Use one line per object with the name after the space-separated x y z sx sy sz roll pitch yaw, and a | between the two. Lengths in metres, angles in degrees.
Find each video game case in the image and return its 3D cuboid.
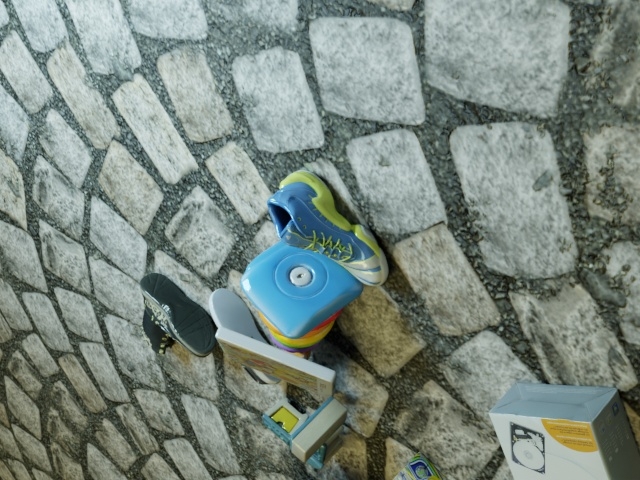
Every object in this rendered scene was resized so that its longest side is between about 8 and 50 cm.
-0.079 0.232 1.637 0.226 0.026 0.206 21 163 7 | video game case

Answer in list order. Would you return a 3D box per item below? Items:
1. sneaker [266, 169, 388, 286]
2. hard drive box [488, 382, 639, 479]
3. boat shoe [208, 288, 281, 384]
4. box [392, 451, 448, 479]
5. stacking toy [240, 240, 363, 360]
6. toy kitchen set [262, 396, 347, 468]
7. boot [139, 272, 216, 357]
0.000 0.000 1.441 0.240 0.126 0.091 48 141 9 | sneaker
0.384 0.339 1.326 0.181 0.089 0.232 -7 112 48 | hard drive box
-0.162 0.203 1.797 0.228 0.080 0.076 51 140 -8 | boat shoe
0.218 0.478 1.620 0.169 0.054 0.059 43 140 13 | box
-0.038 0.143 1.590 0.166 0.175 0.302 45 155 25 | stacking toy
-0.053 0.368 1.732 0.166 0.122 0.207 37 149 22 | toy kitchen set
-0.321 0.203 1.948 0.236 0.085 0.179 44 142 23 | boot
